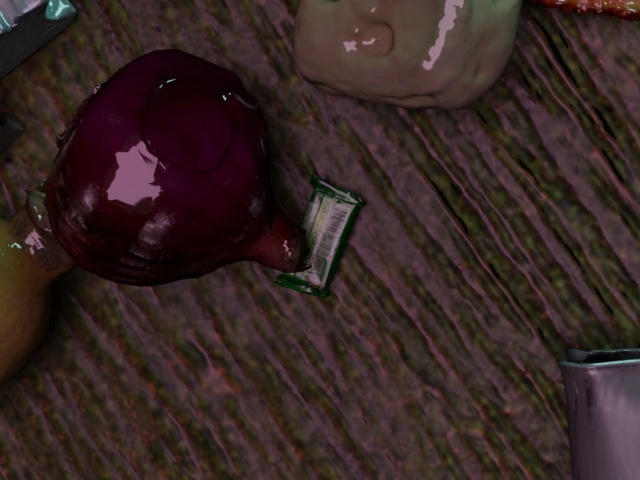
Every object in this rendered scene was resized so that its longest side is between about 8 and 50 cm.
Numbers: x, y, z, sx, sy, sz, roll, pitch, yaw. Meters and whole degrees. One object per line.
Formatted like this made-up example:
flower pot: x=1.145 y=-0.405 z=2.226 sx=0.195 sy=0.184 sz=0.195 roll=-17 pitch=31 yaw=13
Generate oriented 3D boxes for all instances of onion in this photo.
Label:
onion: x=-0.085 y=-0.045 z=0.812 sx=0.198 sy=0.135 sz=0.173 roll=24 pitch=60 yaw=-2

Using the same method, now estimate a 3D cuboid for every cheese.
cheese: x=0.068 y=-0.221 z=0.783 sx=0.159 sy=0.093 sz=0.263 roll=16 pitch=96 yaw=36

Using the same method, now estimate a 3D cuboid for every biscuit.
biscuit: x=0.000 y=0.000 z=0.870 sx=0.046 sy=0.016 sz=0.089 roll=22 pitch=97 yaw=11

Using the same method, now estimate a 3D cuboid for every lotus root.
lotus root: x=-0.306 y=0.071 z=0.876 sx=0.303 sy=0.131 sz=0.146 roll=-39 pitch=87 yaw=10

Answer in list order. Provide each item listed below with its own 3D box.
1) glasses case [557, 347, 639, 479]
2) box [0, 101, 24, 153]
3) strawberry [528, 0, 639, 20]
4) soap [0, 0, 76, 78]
glasses case: x=0.247 y=0.218 z=0.802 sx=0.128 sy=0.083 sz=0.308 roll=-9 pitch=91 yaw=6
box: x=-0.329 y=-0.030 z=0.913 sx=0.218 sy=0.055 sz=0.039 roll=-42 pitch=84 yaw=10
strawberry: x=0.180 y=-0.201 z=0.810 sx=0.152 sy=0.048 sz=0.104 roll=37 pitch=94 yaw=3
soap: x=-0.320 y=-0.236 z=0.887 sx=0.150 sy=0.094 sz=0.261 roll=-34 pitch=85 yaw=6
